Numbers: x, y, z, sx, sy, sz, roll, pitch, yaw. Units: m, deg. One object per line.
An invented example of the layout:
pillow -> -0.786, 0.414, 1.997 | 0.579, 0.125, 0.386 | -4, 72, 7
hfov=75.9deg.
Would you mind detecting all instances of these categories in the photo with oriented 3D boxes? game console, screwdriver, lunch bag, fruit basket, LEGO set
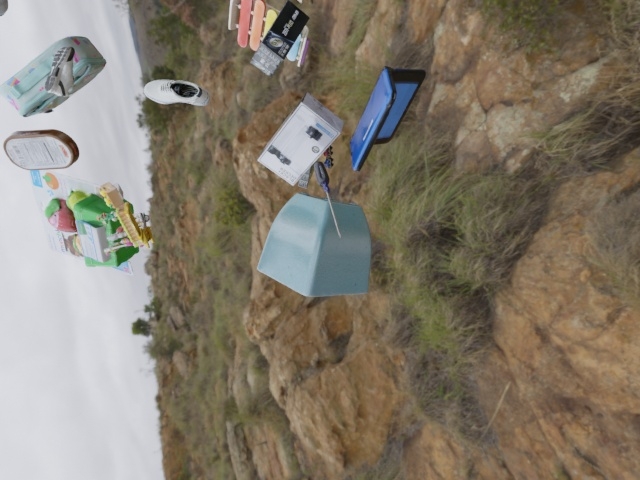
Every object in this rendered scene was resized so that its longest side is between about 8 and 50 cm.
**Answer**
game console -> 0.223, -0.383, 1.320 | 0.293, 0.173, 0.250 | 115, 161, -45
screwdriver -> 0.018, -0.076, 0.745 | 0.024, 0.025, 0.170 | -55, 47, 48
lunch bag -> -0.778, -0.473, 1.199 | 0.108, 0.279, 0.224 | 51, -172, -27
fruit basket -> -0.777, -0.051, 1.322 | 0.165, 0.352, 0.328 | -66, -13, -57
LEGO set -> -0.494, -0.032, 1.005 | 0.287, 0.106, 0.132 | 122, 130, -76

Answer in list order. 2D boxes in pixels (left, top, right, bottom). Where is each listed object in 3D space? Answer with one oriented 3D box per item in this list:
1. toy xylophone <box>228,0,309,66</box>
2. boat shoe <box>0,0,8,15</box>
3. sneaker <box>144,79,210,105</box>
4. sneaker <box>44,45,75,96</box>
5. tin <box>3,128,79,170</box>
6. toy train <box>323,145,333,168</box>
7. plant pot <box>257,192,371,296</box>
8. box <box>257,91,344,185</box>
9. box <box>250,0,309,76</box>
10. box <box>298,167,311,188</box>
toy xylophone -> -0.173, -0.776, 1.454 | 0.236, 0.322, 0.081 | 103, -166, -51
boat shoe -> -0.878, -0.617, 0.969 | 0.335, 0.121, 0.119 | 40, 126, 3
sneaker -> -0.546, -0.565, 1.534 | 0.091, 0.257, 0.094 | 42, -125, -81
sneaker -> -0.547, -0.360, 0.877 | 0.040, 0.043, 0.109 | 24, 92, 30
tin -> -0.756, -0.243, 1.113 | 0.040, 0.189, 0.106 | -90, -4, -48
toy train -> 0.029, -0.340, 1.576 | 0.027, 0.036, 0.159 | 36, 147, 35
plant pot -> 0.000, 0.000, 1.192 | 0.247, 0.247, 0.253 | 20, 101, 46
box -> -0.072, -0.345, 1.435 | 0.290, 0.169, 0.087 | -40, 24, 38
box -> -0.123, -0.583, 1.201 | 0.148, 0.077, 0.180 | -60, 19, -4
box -> -0.036, -0.338, 1.650 | 0.191, 0.045, 0.184 | 105, -179, -47
